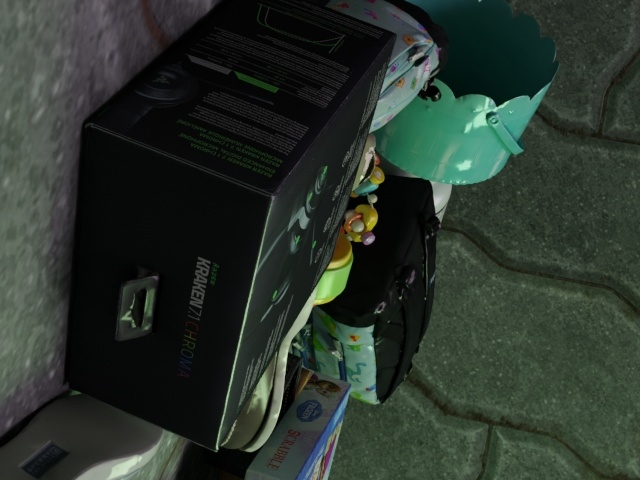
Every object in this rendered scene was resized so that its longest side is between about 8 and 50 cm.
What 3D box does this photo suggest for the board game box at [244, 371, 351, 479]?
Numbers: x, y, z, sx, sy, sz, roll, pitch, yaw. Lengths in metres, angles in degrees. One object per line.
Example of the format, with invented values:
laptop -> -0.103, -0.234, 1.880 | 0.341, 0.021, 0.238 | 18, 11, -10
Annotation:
board game box -> -0.055, 0.389, 1.431 | 0.318, 0.066, 0.318 | -46, 151, -68

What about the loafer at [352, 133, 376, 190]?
loafer -> 0.014, -0.108, 1.203 | 0.268, 0.092, 0.102 | -27, 137, -77

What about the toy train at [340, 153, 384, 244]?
toy train -> 0.029, -0.055, 1.473 | 0.046, 0.125, 0.166 | -1, 109, -46

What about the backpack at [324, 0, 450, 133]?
backpack -> 0.034, -0.181, 1.054 | 0.182, 0.152, 0.115 | -46, 154, -37

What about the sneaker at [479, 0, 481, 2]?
sneaker -> 0.196, -0.370, 1.756 | 0.151, 0.094, 0.256 | -35, 158, -47

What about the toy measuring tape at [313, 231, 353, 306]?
toy measuring tape -> 0.000, 0.000, 1.311 | 0.330, 0.121, 0.121 | -53, 163, -60

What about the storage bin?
storage bin -> -0.093, 0.233, 1.400 | 0.180, 0.084, 0.122 | 101, 14, -47

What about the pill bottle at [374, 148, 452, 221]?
pill bottle -> 0.135, -0.070, 1.790 | 0.301, 0.169, 0.169 | 100, 14, -51

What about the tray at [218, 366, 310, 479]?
tray -> -0.105, 0.396, 1.758 | 0.411, 0.076, 0.203 | 102, 13, -51

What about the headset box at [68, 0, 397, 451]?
headset box -> -0.068, -0.020, 0.778 | 0.283, 0.131, 0.246 | -58, 167, -50

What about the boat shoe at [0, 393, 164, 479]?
boat shoe -> -0.190, 0.175, 0.719 | 0.081, 0.079, 0.227 | -64, 167, 19

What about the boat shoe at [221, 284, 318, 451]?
boat shoe -> -0.088, 0.116, 1.108 | 0.324, 0.097, 0.116 | 109, -32, -40

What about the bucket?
bucket -> 0.197, -0.228, 1.514 | 0.281, 0.281, 0.183 | -60, 171, -45

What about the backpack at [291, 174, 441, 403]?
backpack -> 0.073, 0.107, 1.679 | 0.355, 0.273, 0.290 | 69, 36, -45
